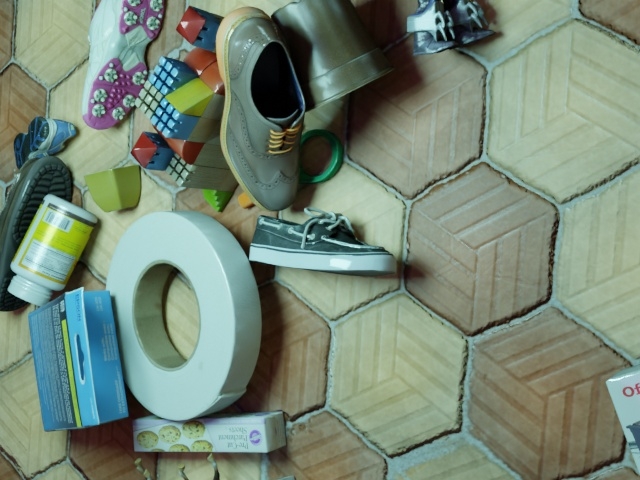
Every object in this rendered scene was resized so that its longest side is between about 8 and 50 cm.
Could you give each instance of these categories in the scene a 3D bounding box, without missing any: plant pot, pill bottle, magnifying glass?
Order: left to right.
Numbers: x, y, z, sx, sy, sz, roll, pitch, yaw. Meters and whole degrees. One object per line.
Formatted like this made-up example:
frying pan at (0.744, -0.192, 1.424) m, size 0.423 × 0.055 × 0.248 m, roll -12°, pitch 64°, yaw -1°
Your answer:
pill bottle at (-0.553, 0.022, 1.793) m, size 0.117 × 0.117 × 0.214 m, roll 24°, pitch 86°, yaw 30°
plant pot at (-0.410, -0.102, 1.758) m, size 0.081 × 0.081 × 0.083 m, roll -8°, pitch 97°, yaw 32°
magnifying glass at (-0.056, -0.120, 1.567) m, size 0.231 × 0.026 × 0.092 m, roll -29°, pitch 75°, yaw 27°
plant pot at (0.010, -0.315, 1.412) m, size 0.167 × 0.167 × 0.165 m, roll -21°, pitch 101°, yaw 30°

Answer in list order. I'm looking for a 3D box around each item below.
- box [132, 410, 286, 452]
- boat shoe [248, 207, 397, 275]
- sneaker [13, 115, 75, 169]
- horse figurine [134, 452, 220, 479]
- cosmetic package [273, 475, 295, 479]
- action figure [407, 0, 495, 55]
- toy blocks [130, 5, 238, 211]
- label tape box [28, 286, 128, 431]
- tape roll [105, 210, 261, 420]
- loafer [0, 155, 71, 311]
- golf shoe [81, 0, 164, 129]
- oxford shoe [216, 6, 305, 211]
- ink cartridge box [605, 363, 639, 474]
box at (-0.214, 0.359, 1.638) m, size 0.324 × 0.063 × 0.067 m, roll -7°, pitch 87°, yaw 32°
boat shoe at (0.003, 0.000, 1.479) m, size 0.306 × 0.113 × 0.104 m, roll 5°, pitch 87°, yaw 48°
sneaker at (-0.597, -0.204, 1.879) m, size 0.211 × 0.081 × 0.080 m, roll -18°, pitch 81°, yaw 49°
horse figurine at (-0.258, 0.487, 1.647) m, size 0.263 × 0.066 × 0.174 m, roll -12°, pitch 112°, yaw 25°
cosmetic package at (-0.076, 0.543, 1.540) m, size 0.117 × 0.085 × 0.231 m, roll -24°, pitch 75°, yaw 29°
action figure at (0.169, -0.434, 1.346) m, size 0.099 × 0.185 × 0.284 m, roll -10°, pitch 101°, yaw 48°
toy blocks at (-0.193, -0.232, 1.506) m, size 0.191 × 0.261 × 0.381 m, roll 45°, pitch 114°, yaw 27°
label tape box at (-0.454, 0.231, 1.688) m, size 0.348 × 0.115 × 0.249 m, roll -21°, pitch 77°, yaw 54°
tape roll at (-0.262, 0.138, 1.626) m, size 0.392 × 0.072 × 0.391 m, roll 4°, pitch 95°, yaw 42°
loafer at (-0.654, -0.027, 1.875) m, size 0.130 × 0.134 × 0.365 m, roll 34°, pitch 107°, yaw 28°
golf shoe at (-0.413, -0.374, 1.753) m, size 0.140 × 0.115 × 0.306 m, roll 27°, pitch 98°, yaw 40°
oxford shoe at (-0.087, -0.182, 1.411) m, size 0.132 × 0.130 × 0.363 m, roll 48°, pitch 155°, yaw 48°
ink cartridge box at (0.508, 0.267, 1.162) m, size 0.172 × 0.100 × 0.237 m, roll -24°, pitch 77°, yaw 29°
